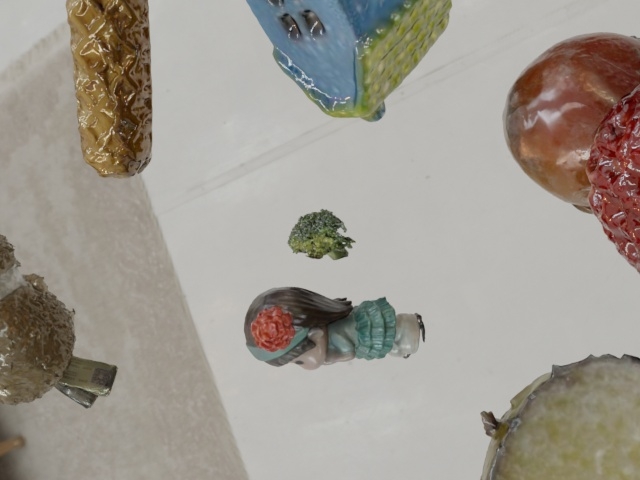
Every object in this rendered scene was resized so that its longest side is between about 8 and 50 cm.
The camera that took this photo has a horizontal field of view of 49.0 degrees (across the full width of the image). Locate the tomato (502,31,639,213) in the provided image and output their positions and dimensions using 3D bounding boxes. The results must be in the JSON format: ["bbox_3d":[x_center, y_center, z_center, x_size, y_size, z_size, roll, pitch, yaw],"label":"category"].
[{"bbox_3d":[0.293,-0.135,0.812,0.181,0.155,0.214,113,153,-50],"label":"tomato"}]

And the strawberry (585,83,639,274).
[{"bbox_3d":[0.373,-0.008,0.563,0.345,0.317,0.295,23,84,33],"label":"strawberry"}]

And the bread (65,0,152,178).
[{"bbox_3d":[-0.123,-0.111,0.412,0.044,0.052,0.157,5,114,4],"label":"bread"}]

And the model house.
[{"bbox_3d":[0.046,-0.329,0.958,0.215,0.237,0.303,16,145,43],"label":"model house"}]

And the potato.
[{"bbox_3d":[0.273,0.265,0.688,0.300,0.237,0.289,16,83,5],"label":"potato"}]

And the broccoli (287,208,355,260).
[{"bbox_3d":[0.000,0.000,1.001,0.097,0.095,0.092,-33,110,13],"label":"broccoli"}]

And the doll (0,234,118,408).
[{"bbox_3d":[-0.282,0.084,0.632,0.105,0.115,0.221,-22,124,10],"label":"doll"}]

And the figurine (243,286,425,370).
[{"bbox_3d":[0.018,0.116,0.933,0.138,0.245,0.110,139,131,-63],"label":"figurine"}]
